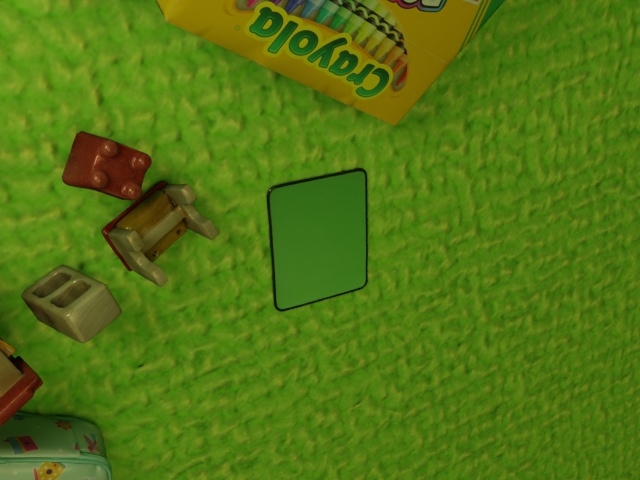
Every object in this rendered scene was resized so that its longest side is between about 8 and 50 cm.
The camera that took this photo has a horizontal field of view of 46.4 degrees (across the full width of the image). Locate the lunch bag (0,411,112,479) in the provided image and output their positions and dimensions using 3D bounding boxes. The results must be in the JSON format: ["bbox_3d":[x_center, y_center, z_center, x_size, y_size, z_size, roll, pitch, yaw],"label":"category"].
[{"bbox_3d":[-0.395,0.322,0.887,0.279,0.108,0.224,14,103,-33],"label":"lunch bag"}]

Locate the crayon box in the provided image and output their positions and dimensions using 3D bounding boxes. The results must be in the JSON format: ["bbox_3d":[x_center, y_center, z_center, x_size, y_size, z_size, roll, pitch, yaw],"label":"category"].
[{"bbox_3d":[0.052,-0.307,0.762,0.363,0.106,0.313,13,125,-47],"label":"crayon box"}]

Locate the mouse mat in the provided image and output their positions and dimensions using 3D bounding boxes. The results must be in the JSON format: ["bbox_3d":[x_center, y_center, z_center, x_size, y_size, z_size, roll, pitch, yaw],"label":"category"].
[{"bbox_3d":[0.000,0.000,1.034,0.152,0.007,0.190,-13,118,-24],"label":"mouse mat"}]

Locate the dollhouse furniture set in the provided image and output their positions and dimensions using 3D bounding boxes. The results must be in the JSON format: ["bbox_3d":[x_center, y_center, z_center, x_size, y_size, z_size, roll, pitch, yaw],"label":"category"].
[{"bbox_3d":[-0.322,0.020,0.802,0.374,0.152,0.201,-45,126,-27],"label":"dollhouse furniture set"}]
